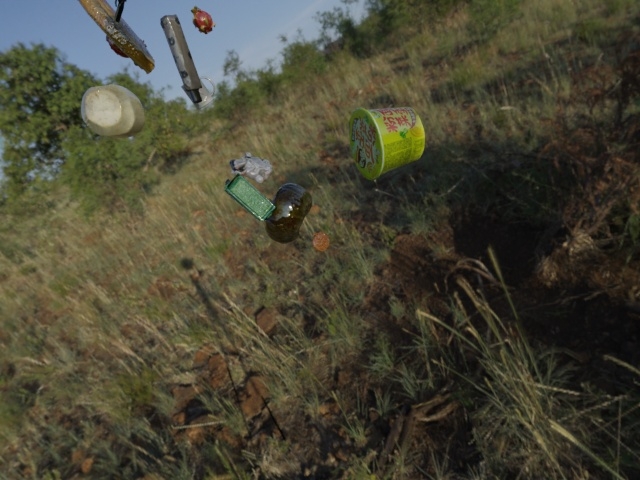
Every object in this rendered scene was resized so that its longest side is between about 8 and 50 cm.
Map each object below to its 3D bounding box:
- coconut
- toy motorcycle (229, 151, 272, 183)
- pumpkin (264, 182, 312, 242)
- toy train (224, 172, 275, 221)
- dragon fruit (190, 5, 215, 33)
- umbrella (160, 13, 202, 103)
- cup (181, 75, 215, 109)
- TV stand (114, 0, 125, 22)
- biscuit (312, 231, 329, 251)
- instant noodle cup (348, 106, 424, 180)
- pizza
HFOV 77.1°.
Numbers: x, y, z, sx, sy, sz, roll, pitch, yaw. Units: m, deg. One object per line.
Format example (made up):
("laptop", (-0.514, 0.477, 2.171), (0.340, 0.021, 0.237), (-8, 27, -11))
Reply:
("coconut", (-0.948, -0.587, 1.845), (0.244, 0.245, 0.247), (-27, 10, 0))
("toy motorcycle", (-0.349, -0.371, 2.127), (0.260, 0.171, 0.110), (-12, -28, -44))
("pumpkin", (-0.185, -0.161, 2.058), (0.232, 0.241, 0.325), (66, -136, -77))
("toy train", (-0.332, -0.201, 1.881), (0.115, 0.269, 0.154), (-49, 9, -12))
("dragon fruit", (-0.516, -0.961, 1.749), (0.080, 0.116, 0.086), (2, 47, 39))
("umbrella", (-0.561, -0.737, 1.645), (0.073, 0.338, 0.067), (-30, 26, -30))
("cup", (-0.581, -0.718, 1.931), (0.135, 0.133, 0.099), (-6, 38, 41))
("TV stand", (-0.760, -0.971, 1.561), (0.042, 0.036, 0.249), (3, -38, -43))
("biscuit", (0.000, 0.000, 1.564), (0.015, 0.078, 0.091), (-28, 20, 44))
("instant noodle cup", (0.279, -0.426, 1.693), (0.221, 0.312, 0.311), (-16, 17, -16))
("pizza", (-0.911, -0.931, 1.837), (0.130, 0.440, 0.406), (-39, 17, 2))
